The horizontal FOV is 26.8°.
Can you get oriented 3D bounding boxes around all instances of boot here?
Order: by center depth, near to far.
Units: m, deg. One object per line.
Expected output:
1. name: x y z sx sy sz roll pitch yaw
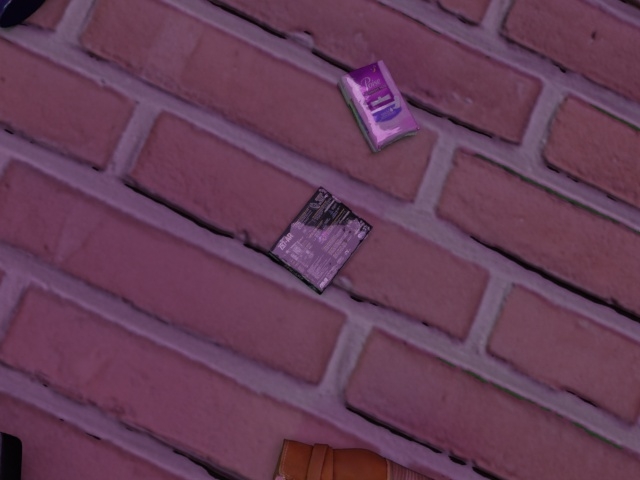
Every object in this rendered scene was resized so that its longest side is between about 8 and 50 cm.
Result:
1. boot: 0.012 0.284 1.218 0.152 0.073 0.197 17 65 -6

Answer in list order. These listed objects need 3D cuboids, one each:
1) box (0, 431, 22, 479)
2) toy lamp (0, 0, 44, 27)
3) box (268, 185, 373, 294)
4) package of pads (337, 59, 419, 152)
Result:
1. box: -0.396 0.298 1.060 0.293 0.183 0.296 2 79 -5
2. toy lamp: -0.371 -0.327 1.280 0.080 0.080 0.275 -43 87 -13
3. box: 0.000 0.000 1.297 0.067 0.018 0.083 37 76 1
4. package of pads: 0.057 -0.133 1.325 0.050 0.032 0.083 -25 83 -15
